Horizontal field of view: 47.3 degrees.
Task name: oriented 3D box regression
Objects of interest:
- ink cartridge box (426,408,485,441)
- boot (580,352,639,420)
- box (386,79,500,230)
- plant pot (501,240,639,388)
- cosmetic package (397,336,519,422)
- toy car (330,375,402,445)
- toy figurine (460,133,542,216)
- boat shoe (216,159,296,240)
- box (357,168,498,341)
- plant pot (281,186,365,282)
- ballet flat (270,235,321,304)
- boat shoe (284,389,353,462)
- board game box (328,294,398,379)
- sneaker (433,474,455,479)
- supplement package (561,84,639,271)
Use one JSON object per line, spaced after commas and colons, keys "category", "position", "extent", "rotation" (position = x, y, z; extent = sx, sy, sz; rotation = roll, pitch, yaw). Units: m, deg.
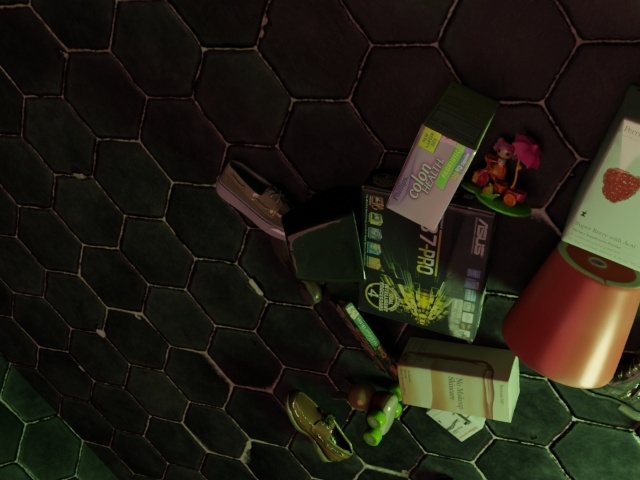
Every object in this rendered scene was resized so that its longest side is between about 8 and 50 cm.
{"category": "ink cartridge box", "position": [0.385, 0.491, 2.065], "extent": [0.135, 0.056, 0.099], "rotation": [39, 130, -1]}
{"category": "boot", "position": [0.747, 0.295, 1.736], "extent": [0.263, 0.091, 0.229], "rotation": [30, 125, 0]}
{"category": "box", "position": [0.260, -0.183, 1.539], "extent": [0.117, 0.243, 0.214], "rotation": [28, 130, 8]}
{"category": "plant pot", "position": [0.568, 0.145, 1.612], "extent": [0.274, 0.275, 0.243], "rotation": [22, 119, 12]}
{"category": "cosmetic package", "position": [0.367, 0.366, 1.940], "extent": [0.296, 0.129, 0.153], "rotation": [3, 122, 25]}
{"category": "toy car", "position": [0.129, 0.473, 2.132], "extent": [0.188, 0.155, 0.149], "rotation": [26, 131, 22]}
{"category": "toy figurine", "position": [0.406, -0.160, 1.585], "extent": [0.173, 0.130, 0.159], "rotation": [33, 120, 29]}
{"category": "boat shoe", "position": [-0.140, -0.098, 1.897], "extent": [0.302, 0.109, 0.094], "rotation": [31, 129, 8]}
{"category": "box", "position": [0.255, 0.040, 1.793], "extent": [0.318, 0.097, 0.395], "rotation": [13, 128, 17]}
{"category": "plant pot", "position": [0.000, 0.000, 1.789], "extent": [0.166, 0.187, 0.188], "rotation": [-14, 115, -3]}
{"category": "ballet flat", "position": [-0.060, 0.062, 2.006], "extent": [0.084, 0.058, 0.250], "rotation": [-10, 113, 57]}
{"category": "boat shoe", "position": [0.001, 0.575, 2.300], "extent": [0.104, 0.111, 0.307], "rotation": [-16, 123, 30]}
{"category": "board game box", "position": [0.122, 0.265, 2.014], "extent": [0.260, 0.030, 0.136], "rotation": [55, 165, -15]}
{"category": "sneaker", "position": [0.450, 0.789, 2.221], "extent": [0.222, 0.083, 0.118], "rotation": [-4, 119, 31]}
{"category": "supplement package", "position": [0.623, -0.121, 1.437], "extent": [0.177, 0.175, 0.293], "rotation": [23, 129, 13]}
